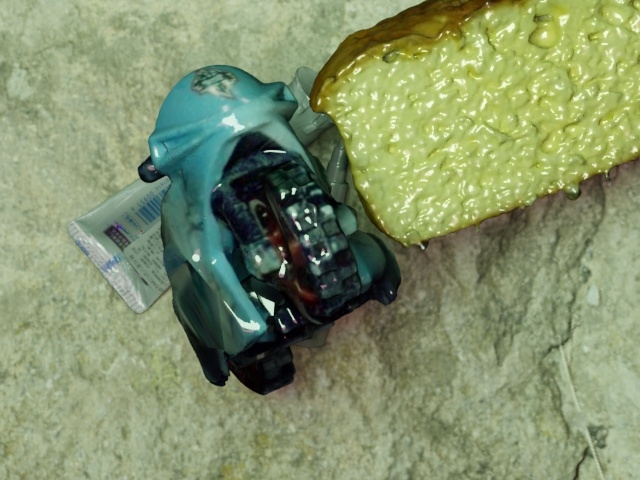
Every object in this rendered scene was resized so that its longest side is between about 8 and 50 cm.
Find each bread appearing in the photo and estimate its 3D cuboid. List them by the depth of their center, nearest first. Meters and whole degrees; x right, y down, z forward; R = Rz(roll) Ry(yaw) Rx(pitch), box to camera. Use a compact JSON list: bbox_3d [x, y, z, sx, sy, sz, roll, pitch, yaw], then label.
[{"bbox_3d":[0.154,-0.131,1.427,0.340,0.179,0.194,-21,102,-8],"label":"bread"}]

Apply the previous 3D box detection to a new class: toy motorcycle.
[{"bbox_3d":[-0.059,-0.006,1.389,0.172,0.416,0.232,-25,80,-15],"label":"toy motorcycle"}]

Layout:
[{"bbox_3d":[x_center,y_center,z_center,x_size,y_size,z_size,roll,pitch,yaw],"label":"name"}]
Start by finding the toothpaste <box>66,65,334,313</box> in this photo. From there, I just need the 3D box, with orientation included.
[{"bbox_3d":[-0.107,-0.051,1.572,0.299,0.073,0.114,-37,97,24],"label":"toothpaste"}]

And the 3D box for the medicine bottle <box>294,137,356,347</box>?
[{"bbox_3d":[0.000,0.000,1.554,0.058,0.057,0.199,16,103,10],"label":"medicine bottle"}]
